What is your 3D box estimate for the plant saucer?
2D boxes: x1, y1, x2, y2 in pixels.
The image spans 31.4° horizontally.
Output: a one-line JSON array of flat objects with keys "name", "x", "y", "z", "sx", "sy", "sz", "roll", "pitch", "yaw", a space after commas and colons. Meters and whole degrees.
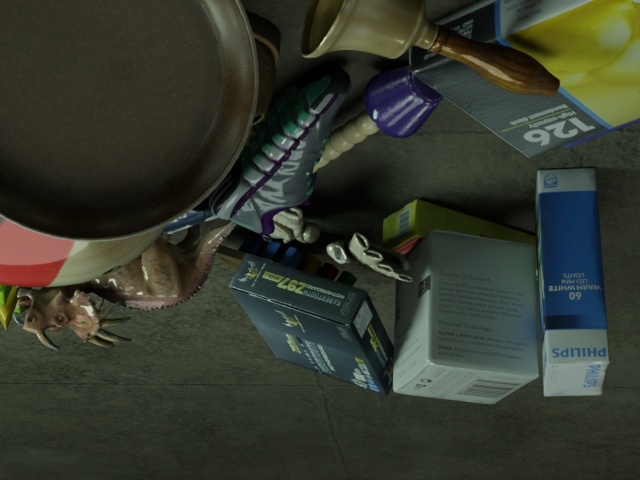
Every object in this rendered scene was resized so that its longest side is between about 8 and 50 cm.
[{"name": "plant saucer", "x": -0.214, "y": -0.154, "z": 1.069, "sx": 0.311, "sy": 0.310, "sz": 0.050, "roll": 9, "pitch": -169, "yaw": -13}]

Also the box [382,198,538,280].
[{"name": "box", "x": 0.205, "y": 0.009, "z": 1.588, "sx": 0.232, "sy": 0.058, "sz": 0.087, "roll": 17, "pitch": 153, "yaw": -27}]

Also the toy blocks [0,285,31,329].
[{"name": "toy blocks", "x": -0.495, "y": -0.038, "z": 1.450, "sx": 0.261, "sy": 0.190, "sz": 0.381, "roll": 18, "pitch": 154, "yaw": -6}]

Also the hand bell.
[{"name": "hand bell", "x": 0.116, "y": -0.185, "z": 1.060, "sx": 0.242, "sy": 0.126, "sz": 0.126, "roll": 20, "pitch": 151, "yaw": -18}]

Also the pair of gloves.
[{"name": "pair of gloves", "x": 0.000, "y": 0.000, "z": 1.483, "sx": 0.240, "sy": 0.042, "sz": 0.204, "roll": 23, "pitch": 175, "yaw": -8}]

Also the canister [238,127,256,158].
[{"name": "canister", "x": -0.169, "y": -0.106, "z": 1.359, "sx": 0.170, "sy": 0.073, "sz": 0.126, "roll": -8, "pitch": 154, "yaw": 19}]

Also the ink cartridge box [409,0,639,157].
[{"name": "ink cartridge box", "x": 0.302, "y": -0.177, "z": 1.169, "sx": 0.304, "sy": 0.072, "sz": 0.307, "roll": -20, "pitch": 145, "yaw": 39}]

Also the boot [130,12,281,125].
[{"name": "boot", "x": -0.185, "y": -0.191, "z": 1.128, "sx": 0.305, "sy": 0.115, "sz": 0.112, "roll": 14, "pitch": 155, "yaw": -20}]

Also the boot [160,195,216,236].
[{"name": "boot", "x": -0.201, "y": -0.042, "z": 1.445, "sx": 0.190, "sy": 0.069, "sz": 0.086, "roll": -18, "pitch": 179, "yaw": -21}]

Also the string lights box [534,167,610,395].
[{"name": "string lights box", "x": 0.315, "y": 0.053, "z": 1.435, "sx": 0.077, "sy": 0.259, "sz": 0.133, "roll": -1, "pitch": 154, "yaw": 8}]

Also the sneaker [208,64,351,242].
[{"name": "sneaker", "x": -0.026, "y": -0.097, "z": 1.278, "sx": 0.098, "sy": 0.083, "sz": 0.224, "roll": 32, "pitch": 116, "yaw": -28}]

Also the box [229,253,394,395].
[{"name": "box", "x": -0.003, "y": 0.118, "z": 1.540, "sx": 0.183, "sy": 0.059, "sz": 0.232, "roll": 17, "pitch": 156, "yaw": 25}]

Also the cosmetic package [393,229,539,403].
[{"name": "cosmetic package", "x": 0.190, "y": 0.104, "z": 1.506, "sx": 0.152, "sy": 0.183, "sz": 0.151, "roll": 8, "pitch": 156, "yaw": -12}]

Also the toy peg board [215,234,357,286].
[{"name": "toy peg board", "x": -0.042, "y": 0.042, "z": 1.635, "sx": 0.161, "sy": 0.079, "sz": 0.160, "roll": 14, "pitch": 157, "yaw": 50}]

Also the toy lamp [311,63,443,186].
[{"name": "toy lamp", "x": 0.037, "y": -0.125, "z": 1.298, "sx": 0.080, "sy": 0.080, "sz": 0.275, "roll": 18, "pitch": 153, "yaw": -31}]

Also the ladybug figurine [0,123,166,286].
[{"name": "ladybug figurine", "x": -0.369, "y": -0.086, "z": 1.182, "sx": 0.449, "sy": 0.162, "sz": 0.305, "roll": 19, "pitch": 118, "yaw": -13}]

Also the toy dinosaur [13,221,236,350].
[{"name": "toy dinosaur", "x": -0.250, "y": 0.053, "z": 1.542, "sx": 0.296, "sy": 0.200, "sz": 0.127, "roll": -7, "pitch": 153, "yaw": 2}]
